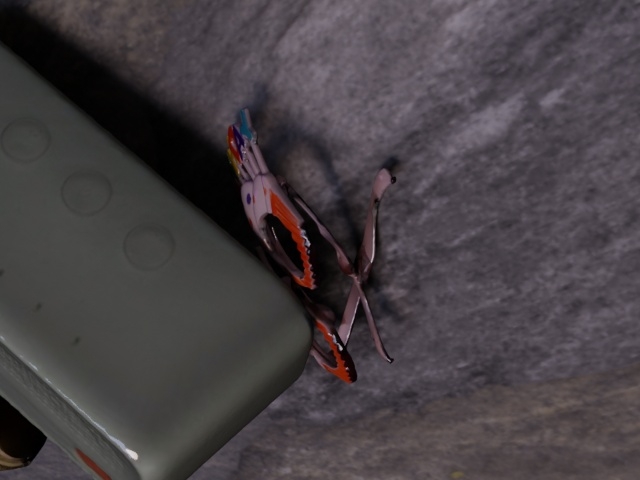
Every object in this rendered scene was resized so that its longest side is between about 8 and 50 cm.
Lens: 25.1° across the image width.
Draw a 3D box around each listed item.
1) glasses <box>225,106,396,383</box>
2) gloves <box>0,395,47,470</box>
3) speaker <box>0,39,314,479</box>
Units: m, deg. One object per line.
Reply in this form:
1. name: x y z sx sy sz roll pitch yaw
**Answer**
1. glasses: -0.009 0.000 1.176 0.162 0.095 0.255 34 146 46
2. gloves: -0.453 0.202 1.563 0.331 0.154 0.141 -3 121 26
3. speaker: -0.218 0.024 1.181 0.406 0.184 0.183 40 154 11
